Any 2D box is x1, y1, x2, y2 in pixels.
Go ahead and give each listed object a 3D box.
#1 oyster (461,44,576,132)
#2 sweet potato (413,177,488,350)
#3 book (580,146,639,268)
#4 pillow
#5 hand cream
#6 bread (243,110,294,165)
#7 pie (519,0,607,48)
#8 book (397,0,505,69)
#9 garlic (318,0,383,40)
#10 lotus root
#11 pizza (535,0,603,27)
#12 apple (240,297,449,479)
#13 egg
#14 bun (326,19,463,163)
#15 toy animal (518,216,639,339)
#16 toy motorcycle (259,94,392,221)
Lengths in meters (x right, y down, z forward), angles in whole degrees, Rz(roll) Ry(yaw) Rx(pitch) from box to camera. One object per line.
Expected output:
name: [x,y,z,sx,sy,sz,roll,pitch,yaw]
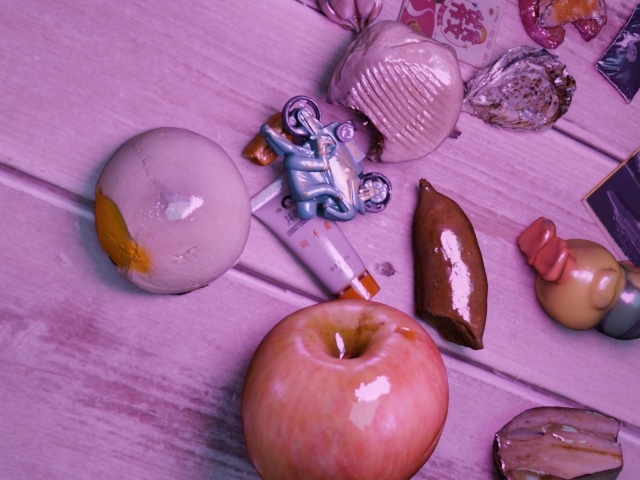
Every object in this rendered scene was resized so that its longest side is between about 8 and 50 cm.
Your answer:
oyster: [0.438,-0.338,1.817,0.267,0.112,0.198,13,105,-23]
sweet potato: [0.271,0.048,1.724,0.157,0.158,0.370,-1,83,-16]
book: [0.820,-0.106,1.948,0.374,0.028,0.262,-39,97,-13]
pillow: [0.739,-0.443,1.926,0.141,0.055,0.208,40,79,-19]
hand cream: [0.000,0.000,1.686,0.139,0.089,0.314,-41,89,-8]
bread: [-0.097,-0.208,1.667,0.132,0.074,0.053,-47,116,-11]
pie: [0.556,-0.540,1.876,0.218,0.054,0.204,-28,96,-15]
book: [0.289,-0.491,1.815,0.231,0.022,0.162,19,83,-14]
garlic: [0.066,-0.481,1.710,0.131,0.127,0.194,6,106,26]
lotus root: [0.513,0.484,1.789,0.314,0.142,0.210,4,49,-11]
pizza: [0.536,-0.528,1.816,0.195,0.052,0.185,-44,107,-19]
apple: [0.041,0.312,1.536,0.391,0.391,0.347,-10,117,-16]
egg: [-0.270,-0.061,1.546,0.337,0.201,0.337,0,88,-16]
bun: [0.162,-0.315,1.669,0.281,0.205,0.282,2,124,3]
toy animal: [0.589,0.106,1.794,0.338,0.216,0.191,26,108,-17]
toy motorcycle: [0.002,-0.140,1.633,0.198,0.109,0.296,-44,105,-17]
